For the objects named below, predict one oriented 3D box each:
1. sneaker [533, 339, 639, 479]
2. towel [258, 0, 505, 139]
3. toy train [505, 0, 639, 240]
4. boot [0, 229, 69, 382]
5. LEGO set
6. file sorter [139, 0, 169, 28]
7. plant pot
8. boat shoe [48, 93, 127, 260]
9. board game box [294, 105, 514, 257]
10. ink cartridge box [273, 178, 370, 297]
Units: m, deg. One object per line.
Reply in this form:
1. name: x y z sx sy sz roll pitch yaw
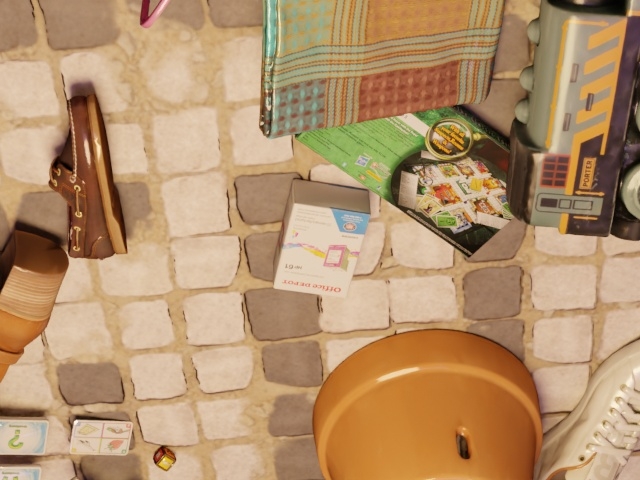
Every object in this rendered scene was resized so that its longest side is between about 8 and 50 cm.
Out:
1. sneaker: 0.365 0.247 1.662 0.106 0.123 0.290 25 120 -17
2. towel: 0.071 -0.277 1.256 0.271 0.040 0.370 -12 127 -21
3. toy train: 0.294 -0.150 1.351 0.190 0.142 0.334 3 122 1
4. boot: -0.444 0.054 1.502 0.283 0.109 0.220 18 128 -24
5. LEGO set: -0.305 0.314 1.679 0.244 0.060 0.183 5 110 -22
6. file sorter: -0.220 -0.349 1.156 0.290 0.182 0.202 28 120 -21
7. plant pot: 0.137 0.284 1.626 0.290 0.203 0.291 -1 127 -2
8. boat shoe: -0.255 -0.062 1.432 0.073 0.073 0.207 -5 126 -3
9. board game box: 0.113 -0.093 1.457 0.259 0.030 0.136 34 120 -24
10. ink cartridge box: 0.000 0.000 1.504 0.088 0.052 0.122 8 127 -9
